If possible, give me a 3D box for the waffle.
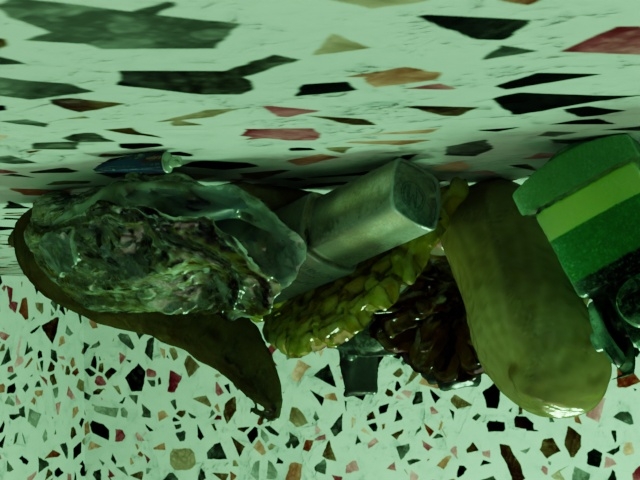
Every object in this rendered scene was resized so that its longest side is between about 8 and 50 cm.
[{"bbox_3d":[0.045,0.028,1.150,0.254,0.052,0.245,-50,-164,-29],"label":"waffle"}]

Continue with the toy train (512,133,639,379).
[{"bbox_3d":[0.297,0.015,0.995,0.120,0.202,0.301,-29,165,21],"label":"toy train"}]

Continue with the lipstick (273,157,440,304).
[{"bbox_3d":[0.009,-0.007,1.077,0.079,0.077,0.253,25,149,-31],"label":"lipstick"}]

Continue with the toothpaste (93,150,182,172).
[{"bbox_3d":[-0.156,-0.066,0.923,0.083,0.019,0.027,-2,-160,22],"label":"toothpaste"}]

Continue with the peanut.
[{"bbox_3d":[0.216,0.051,1.103,0.148,0.147,0.318,-1,-142,-10],"label":"peanut"}]

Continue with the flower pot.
[{"bbox_3d":[0.138,0.111,1.742,0.299,0.282,0.299,-2,179,0],"label":"flower pot"}]

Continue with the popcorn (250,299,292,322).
[{"bbox_3d":[-0.047,0.049,1.602,0.218,0.169,0.189,-6,179,-20],"label":"popcorn"}]

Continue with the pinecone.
[{"bbox_3d":[0.197,0.070,1.447,0.298,0.242,0.296,-17,172,39],"label":"pinecone"}]

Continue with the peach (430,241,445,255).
[{"bbox_3d":[0.140,-0.022,1.263,0.083,0.083,0.083,-1,176,0],"label":"peach"}]

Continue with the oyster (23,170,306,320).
[{"bbox_3d":[-0.182,-0.002,1.082,0.351,0.162,0.158,8,-154,36],"label":"oyster"}]

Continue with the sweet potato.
[{"bbox_3d":[-0.201,0.057,1.221,0.423,0.130,0.130,26,-171,24],"label":"sweet potato"}]

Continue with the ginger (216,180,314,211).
[{"bbox_3d":[-0.058,-0.041,1.179,0.070,0.051,0.173,-5,170,39],"label":"ginger"}]
